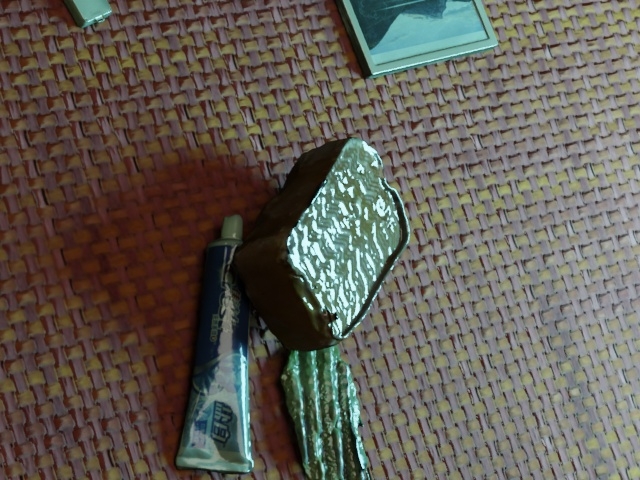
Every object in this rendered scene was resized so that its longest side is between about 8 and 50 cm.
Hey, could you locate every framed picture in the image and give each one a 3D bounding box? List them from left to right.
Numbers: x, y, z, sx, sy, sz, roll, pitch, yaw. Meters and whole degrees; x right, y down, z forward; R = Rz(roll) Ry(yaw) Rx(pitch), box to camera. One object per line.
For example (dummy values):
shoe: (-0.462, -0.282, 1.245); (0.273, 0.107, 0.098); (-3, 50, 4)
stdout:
framed picture: (0.107, -0.276, 2.002); (0.203, 0.015, 0.150); (-16, 82, -35)

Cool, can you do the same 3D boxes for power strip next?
power strip: (-0.252, -0.263, 1.769); (0.040, 0.016, 0.090); (-32, 92, -36)

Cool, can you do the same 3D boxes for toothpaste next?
toothpaste: (-0.099, 0.102, 1.725); (0.069, 0.047, 0.268); (18, 67, -38)

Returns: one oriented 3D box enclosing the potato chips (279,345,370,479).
potato chips: (0.005, 0.194, 1.768); (0.092, 0.028, 0.207); (0, 72, -31)

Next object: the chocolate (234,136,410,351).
chocolate: (0.000, 0.000, 1.771); (0.148, 0.093, 0.214); (63, 37, -26)
